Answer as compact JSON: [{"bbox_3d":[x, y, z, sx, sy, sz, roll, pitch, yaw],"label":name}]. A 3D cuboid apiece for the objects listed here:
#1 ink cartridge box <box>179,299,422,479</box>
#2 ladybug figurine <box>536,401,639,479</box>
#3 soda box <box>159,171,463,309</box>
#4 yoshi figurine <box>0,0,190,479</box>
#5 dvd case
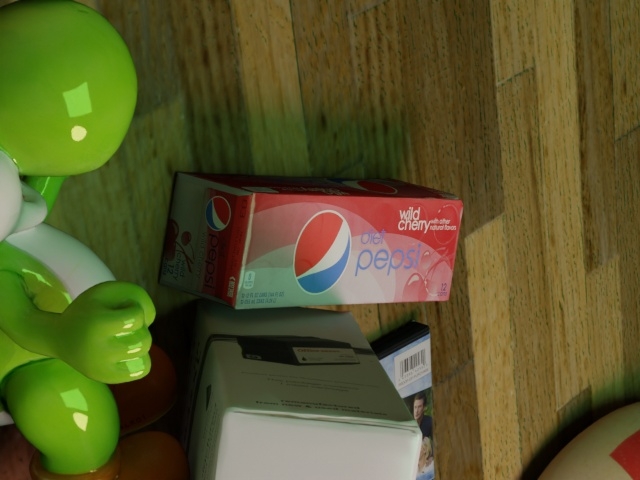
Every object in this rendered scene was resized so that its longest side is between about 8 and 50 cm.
[{"bbox_3d":[-0.032,0.183,1.190,0.129,0.307,0.223,7,100,-8],"label":"ink cartridge box"},{"bbox_3d":[0.363,0.326,1.815,0.449,0.162,0.305,-10,109,-48],"label":"ladybug figurine"},{"bbox_3d":[0.000,0.000,1.340,0.263,0.083,0.092,-1,102,-49],"label":"soda box"},{"bbox_3d":[-0.159,-0.002,1.077,0.203,0.203,0.362,-51,134,-37],"label":"yoshi figurine"},{"bbox_3d":[0.037,0.216,1.503,0.180,0.022,0.253,-24,120,-42],"label":"dvd case"}]
